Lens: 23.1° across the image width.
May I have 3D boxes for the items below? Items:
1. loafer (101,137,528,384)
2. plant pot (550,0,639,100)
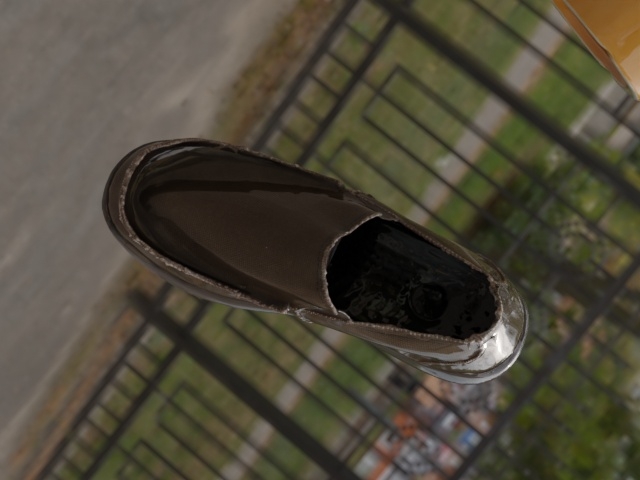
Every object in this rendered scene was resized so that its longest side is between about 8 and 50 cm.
[{"bbox_3d":[0.000,0.000,1.250,0.130,0.365,0.134,92,16,-77],"label":"loafer"},{"bbox_3d":[0.260,-0.206,1.109,0.188,0.205,0.205,-38,173,8],"label":"plant pot"}]
